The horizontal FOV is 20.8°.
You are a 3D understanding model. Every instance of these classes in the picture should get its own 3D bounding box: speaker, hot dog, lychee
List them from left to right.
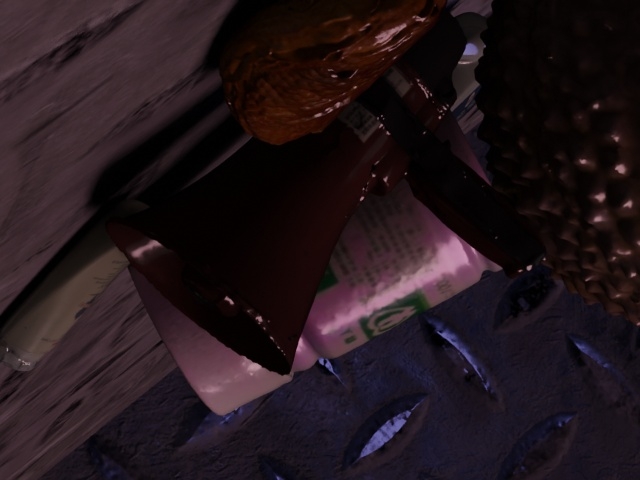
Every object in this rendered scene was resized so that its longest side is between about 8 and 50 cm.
[{"bbox_3d":[0.007,-0.149,1.287,0.160,0.099,0.227,-38,176,-32],"label":"hot dog"},{"bbox_3d":[0.028,-0.040,1.434,0.329,0.259,0.198,-45,151,-11],"label":"speaker"},{"bbox_3d":[0.323,-0.116,1.611,0.380,0.432,0.380,-38,-146,31],"label":"lychee"}]

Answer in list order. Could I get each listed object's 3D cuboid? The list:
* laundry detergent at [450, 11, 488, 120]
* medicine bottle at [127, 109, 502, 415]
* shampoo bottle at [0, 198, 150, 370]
[{"bbox_3d":[0.086,-0.153,1.966,0.215,0.105,0.280,-43,174,33],"label":"laundry detergent"},{"bbox_3d":[0.000,0.000,1.628,0.325,0.212,0.212,-28,177,4],"label":"medicine bottle"},{"bbox_3d":[-0.220,0.042,1.557,0.212,0.049,0.072,-44,170,33],"label":"shampoo bottle"}]
